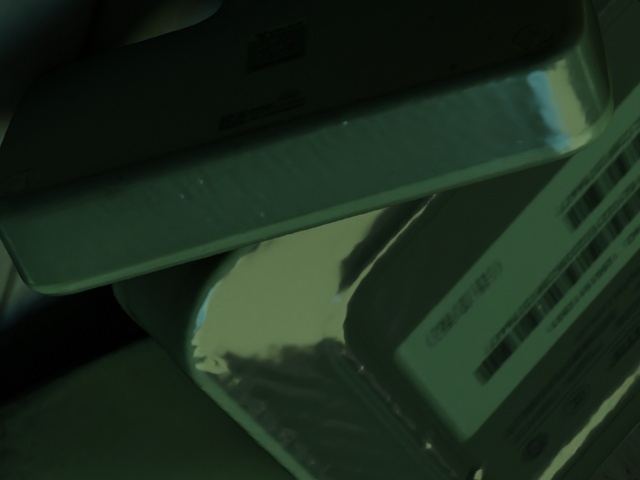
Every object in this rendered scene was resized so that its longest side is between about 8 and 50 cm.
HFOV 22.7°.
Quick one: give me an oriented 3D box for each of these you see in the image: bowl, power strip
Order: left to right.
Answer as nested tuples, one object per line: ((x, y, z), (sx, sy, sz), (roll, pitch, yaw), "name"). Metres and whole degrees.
((-0.137, 0.214, 1.021), (0.354, 0.185, 0.354), (-30, 166, -8), "bowl")
((-0.009, -0.076, 0.709), (0.265, 0.193, 0.059), (-15, 124, 14), "power strip")

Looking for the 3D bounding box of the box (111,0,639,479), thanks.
((0.116, -0.008, 0.926), (0.396, 0.111, 0.396), (-47, 137, -6), "box")
